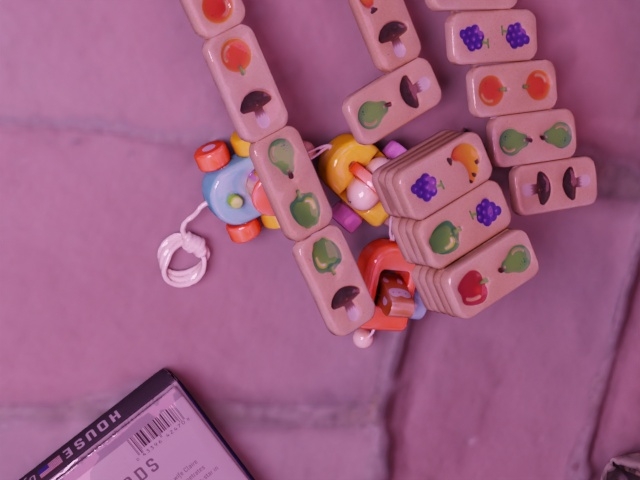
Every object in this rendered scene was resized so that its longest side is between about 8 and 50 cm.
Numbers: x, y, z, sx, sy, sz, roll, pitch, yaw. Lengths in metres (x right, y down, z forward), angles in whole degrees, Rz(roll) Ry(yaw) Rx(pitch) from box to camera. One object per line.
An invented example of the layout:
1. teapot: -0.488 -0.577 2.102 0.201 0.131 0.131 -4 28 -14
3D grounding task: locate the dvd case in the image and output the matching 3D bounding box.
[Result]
1. dvd case: -0.097 0.213 0.885 0.179 0.029 0.238 -38 120 -9

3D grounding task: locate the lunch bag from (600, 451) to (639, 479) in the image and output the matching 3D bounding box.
1. lunch bag: 0.337 0.244 0.984 0.235 0.287 0.169 -8 139 -19

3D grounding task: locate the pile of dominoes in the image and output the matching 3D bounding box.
1. pile of dominoes: 0.049 -0.085 0.801 0.196 0.040 0.251 -31 107 -23

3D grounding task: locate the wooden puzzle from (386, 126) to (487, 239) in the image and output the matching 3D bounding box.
1. wooden puzzle: 0.068 -0.026 0.891 0.083 0.006 0.049 -39 121 -8

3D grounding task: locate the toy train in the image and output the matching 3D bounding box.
1. toy train: 0.000 0.000 0.838 0.166 0.046 0.125 11 103 -26
